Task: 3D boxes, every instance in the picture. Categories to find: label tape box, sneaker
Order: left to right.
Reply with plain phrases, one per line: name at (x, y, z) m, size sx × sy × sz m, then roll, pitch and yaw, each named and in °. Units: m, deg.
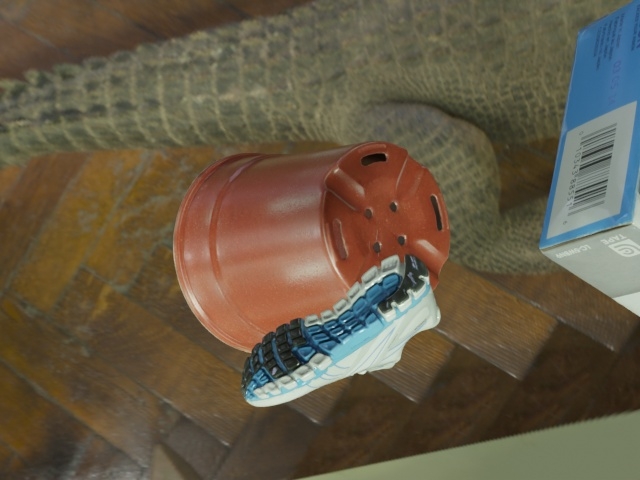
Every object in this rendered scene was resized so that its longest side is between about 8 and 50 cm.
sneaker at (0.023, 0.096, 0.897) m, size 0.190 × 0.083 × 0.071 m, roll -31°, pitch 40°, yaw 3°
label tape box at (0.359, -0.027, 0.920) m, size 0.106 × 0.333 × 0.241 m, roll -25°, pitch 42°, yaw 52°

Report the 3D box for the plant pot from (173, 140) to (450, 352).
plant pot at (0.000, 0.000, 1.303) m, size 0.265 × 0.272 × 0.273 m, roll -11°, pitch 69°, yaw 52°
